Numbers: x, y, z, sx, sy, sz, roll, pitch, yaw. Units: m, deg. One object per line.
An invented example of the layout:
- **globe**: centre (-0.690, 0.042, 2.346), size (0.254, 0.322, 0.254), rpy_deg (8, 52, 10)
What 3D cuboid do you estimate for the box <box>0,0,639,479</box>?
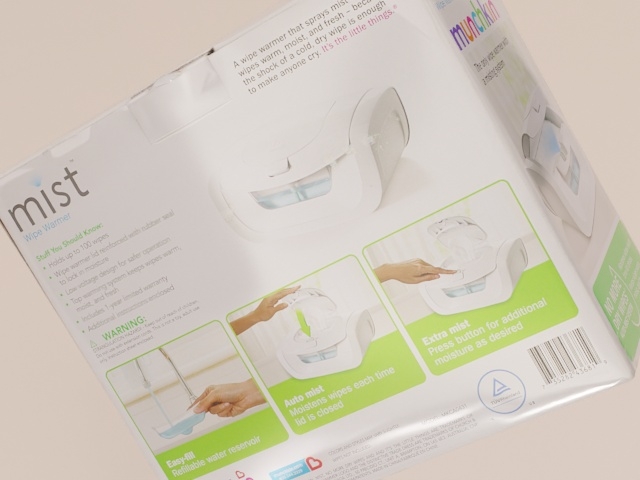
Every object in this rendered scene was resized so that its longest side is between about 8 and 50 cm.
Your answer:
- **box**: centre (0.000, 0.000, 0.699), size (0.231, 0.262, 0.127), rpy_deg (59, -154, -7)
